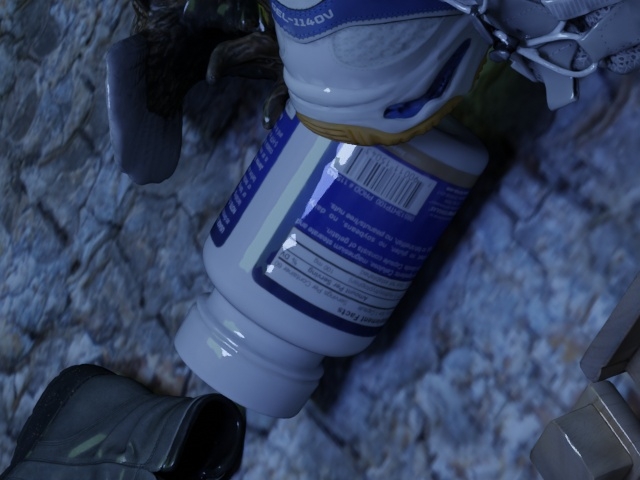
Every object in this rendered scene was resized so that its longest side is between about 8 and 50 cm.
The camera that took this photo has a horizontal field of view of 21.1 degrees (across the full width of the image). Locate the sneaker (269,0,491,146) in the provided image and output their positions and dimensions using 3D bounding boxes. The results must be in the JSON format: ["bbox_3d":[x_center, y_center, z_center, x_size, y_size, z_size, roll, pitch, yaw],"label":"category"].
[{"bbox_3d":[0.070,-0.186,0.874,0.112,0.131,0.296,10,52,29],"label":"sneaker"}]

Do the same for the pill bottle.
[{"bbox_3d":[0.000,0.000,0.954,0.187,0.112,0.112,-57,38,13],"label":"pill bottle"}]

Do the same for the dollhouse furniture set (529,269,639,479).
[{"bbox_3d":[0.277,0.084,0.621,0.303,0.174,0.355,57,149,24],"label":"dollhouse furniture set"}]

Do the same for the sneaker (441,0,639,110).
[{"bbox_3d":[0.102,-0.118,0.759,0.105,0.281,0.115,-176,95,-71],"label":"sneaker"}]

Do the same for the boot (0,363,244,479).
[{"bbox_3d":[-0.154,0.190,1.053,0.161,0.083,0.246,11,70,53],"label":"boot"}]

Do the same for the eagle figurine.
[{"bbox_3d":[-0.085,-0.172,1.095,0.298,0.225,0.226,33,110,42],"label":"eagle figurine"}]
